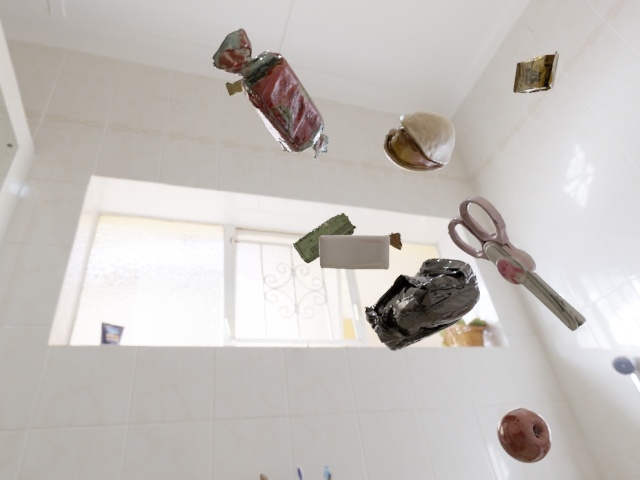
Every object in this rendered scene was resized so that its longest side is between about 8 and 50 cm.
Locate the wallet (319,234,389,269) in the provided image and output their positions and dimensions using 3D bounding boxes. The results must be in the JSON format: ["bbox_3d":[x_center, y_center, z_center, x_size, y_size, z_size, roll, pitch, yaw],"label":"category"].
[{"bbox_3d":[0.059,0.021,0.739,0.122,0.061,0.025,0,6,11],"label":"wallet"}]

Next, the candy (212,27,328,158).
[{"bbox_3d":[-0.056,-0.202,0.639,0.086,0.059,0.292,-53,-31,-2],"label":"candy"}]

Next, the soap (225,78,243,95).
[{"bbox_3d":[-0.163,-0.439,1.154,0.092,0.252,0.037,-13,-69,21],"label":"soap"}]

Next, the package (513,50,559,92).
[{"bbox_3d":[0.480,-0.363,0.927,0.047,0.131,0.070,3,-80,-11],"label":"package"}]

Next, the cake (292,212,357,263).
[{"bbox_3d":[0.012,-0.009,1.585,0.235,0.100,0.099,-34,0,-11],"label":"cake"}]

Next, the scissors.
[{"bbox_3d":[0.295,0.038,0.649,0.031,0.242,0.118,-33,-22,-21],"label":"scissors"}]

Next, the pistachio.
[{"bbox_3d":[0.303,-0.292,1.284,0.299,0.187,0.187,-22,-16,-50],"label":"pistachio"}]

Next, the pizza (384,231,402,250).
[{"bbox_3d":[0.278,-0.006,1.551,0.083,0.025,0.078,41,-42,3],"label":"pizza"}]

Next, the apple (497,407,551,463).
[{"bbox_3d":[0.613,0.581,1.273,0.154,0.153,0.120,3,-29,-16],"label":"apple"}]

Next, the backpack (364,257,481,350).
[{"bbox_3d":[0.377,0.222,1.542,0.364,0.254,0.445,-20,-15,-32],"label":"backpack"}]

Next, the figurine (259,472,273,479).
[{"bbox_3d":[-0.110,0.647,1.086,0.098,0.081,0.146,-10,-67,-30],"label":"figurine"}]
